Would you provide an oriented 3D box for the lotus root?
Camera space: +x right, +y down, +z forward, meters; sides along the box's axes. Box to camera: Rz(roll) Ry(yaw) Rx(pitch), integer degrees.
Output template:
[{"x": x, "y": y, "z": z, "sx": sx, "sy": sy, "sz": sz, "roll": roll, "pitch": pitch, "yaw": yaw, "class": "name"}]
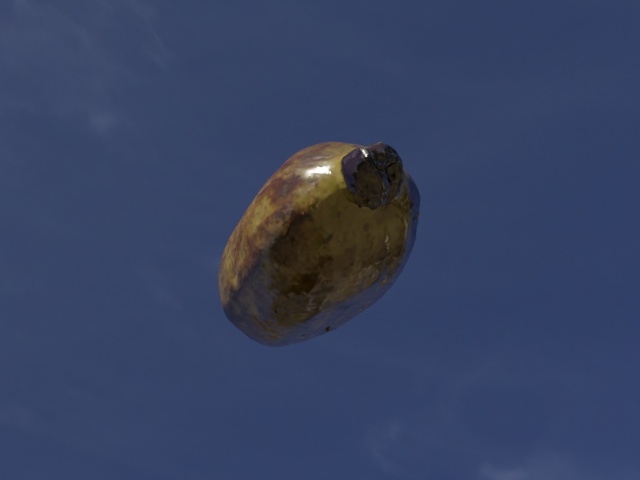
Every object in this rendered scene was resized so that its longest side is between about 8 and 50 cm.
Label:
[{"x": 0.000, "y": 0.000, "z": 1.107, "sx": 0.145, "sy": 0.260, "sz": 0.128, "roll": -30, "pitch": -105, "yaw": -34, "class": "lotus root"}]
